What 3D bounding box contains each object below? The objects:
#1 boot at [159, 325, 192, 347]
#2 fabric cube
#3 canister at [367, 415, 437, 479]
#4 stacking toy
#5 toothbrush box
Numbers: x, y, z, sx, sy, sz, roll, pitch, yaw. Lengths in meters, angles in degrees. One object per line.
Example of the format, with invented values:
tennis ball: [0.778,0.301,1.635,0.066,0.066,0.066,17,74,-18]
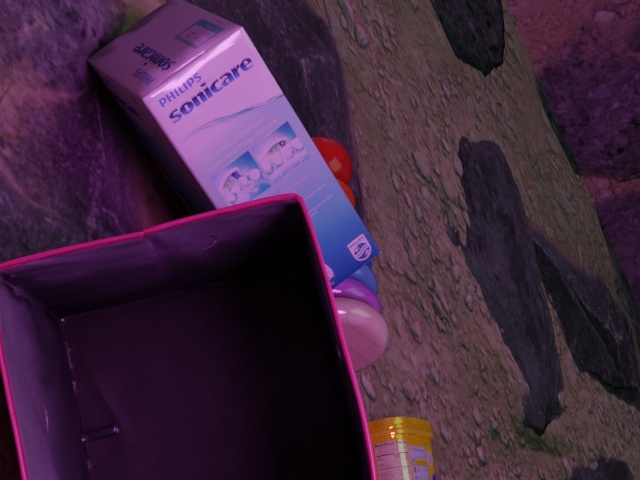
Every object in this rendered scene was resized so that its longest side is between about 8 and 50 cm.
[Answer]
boot: [-0.091,0.204,1.329,0.284,0.138,0.377,57,33,-22]
fabric cube: [-0.101,0.135,1.113,0.258,0.259,0.254,82,-6,-77]
canister: [0.106,0.318,1.725,0.126,0.073,0.170,22,56,-59]
stacking toy: [0.000,0.000,1.674,0.141,0.141,0.330,45,30,-44]
toothbrush box: [-0.093,-0.090,1.414,0.295,0.126,0.216,56,-9,-27]
